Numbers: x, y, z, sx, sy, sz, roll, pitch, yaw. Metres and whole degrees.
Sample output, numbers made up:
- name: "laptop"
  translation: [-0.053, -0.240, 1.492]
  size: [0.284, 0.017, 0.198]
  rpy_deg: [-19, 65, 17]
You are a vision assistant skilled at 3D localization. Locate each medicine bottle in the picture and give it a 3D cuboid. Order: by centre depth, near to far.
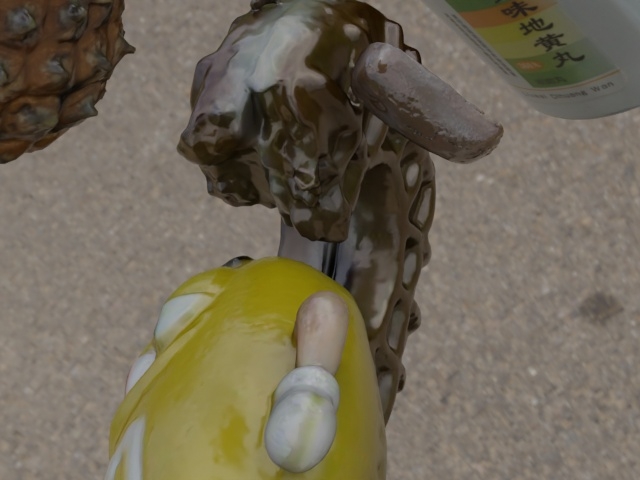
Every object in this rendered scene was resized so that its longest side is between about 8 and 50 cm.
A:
- name: "medicine bottle"
  translation: [0.150, -0.233, 1.054]
  size: [0.179, 0.324, 0.124]
  rpy_deg: [0, 57, 50]

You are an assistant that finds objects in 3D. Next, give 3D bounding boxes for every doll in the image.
- name: "doll"
  translation: [-0.055, 0.184, 0.725]
  size: [0.423, 0.161, 0.348]
  rpy_deg: [-156, 88, -78]

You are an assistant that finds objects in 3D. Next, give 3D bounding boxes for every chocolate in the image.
- name: "chocolate"
  translation: [0.059, -0.075, 0.795]
  size: [0.031, 0.100, 0.064]
  rpy_deg: [-54, 5, -16]

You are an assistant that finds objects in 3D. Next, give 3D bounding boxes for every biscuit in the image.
- name: "biscuit"
  translation: [0.005, -0.017, 0.960]
  size: [0.115, 0.366, 0.268]
  rpy_deg: [8, 35, 18]

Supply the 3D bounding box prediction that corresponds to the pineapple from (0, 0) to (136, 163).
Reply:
- name: "pineapple"
  translation: [-0.140, -0.172, 0.461]
  size: [0.165, 0.364, 0.165]
  rpy_deg: [4, 59, -7]
